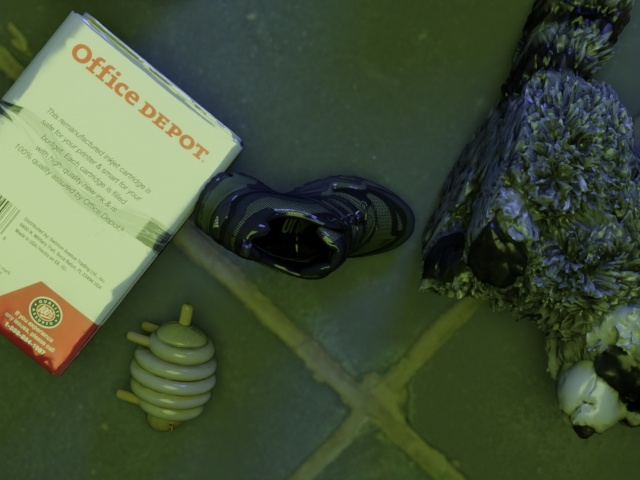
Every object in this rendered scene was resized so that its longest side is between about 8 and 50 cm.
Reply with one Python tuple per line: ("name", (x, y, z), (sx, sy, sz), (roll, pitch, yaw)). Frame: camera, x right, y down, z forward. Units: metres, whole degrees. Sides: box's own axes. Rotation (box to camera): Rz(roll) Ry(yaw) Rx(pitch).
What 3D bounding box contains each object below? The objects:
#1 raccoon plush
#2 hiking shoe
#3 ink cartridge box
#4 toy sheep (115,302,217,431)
("raccoon plush", (0.294, -0.043, 1.771), (0.299, 0.216, 0.446), (25, 94, -11))
("hiking shoe", (0.000, 0.000, 1.770), (0.227, 0.114, 0.086), (1, 124, -33))
("ink cartridge box", (-0.226, -0.046, 1.794), (0.197, 0.114, 0.273), (39, 93, -3))
("toy sheep", (-0.138, 0.119, 1.825), (0.091, 0.091, 0.132), (10, 113, -2))
